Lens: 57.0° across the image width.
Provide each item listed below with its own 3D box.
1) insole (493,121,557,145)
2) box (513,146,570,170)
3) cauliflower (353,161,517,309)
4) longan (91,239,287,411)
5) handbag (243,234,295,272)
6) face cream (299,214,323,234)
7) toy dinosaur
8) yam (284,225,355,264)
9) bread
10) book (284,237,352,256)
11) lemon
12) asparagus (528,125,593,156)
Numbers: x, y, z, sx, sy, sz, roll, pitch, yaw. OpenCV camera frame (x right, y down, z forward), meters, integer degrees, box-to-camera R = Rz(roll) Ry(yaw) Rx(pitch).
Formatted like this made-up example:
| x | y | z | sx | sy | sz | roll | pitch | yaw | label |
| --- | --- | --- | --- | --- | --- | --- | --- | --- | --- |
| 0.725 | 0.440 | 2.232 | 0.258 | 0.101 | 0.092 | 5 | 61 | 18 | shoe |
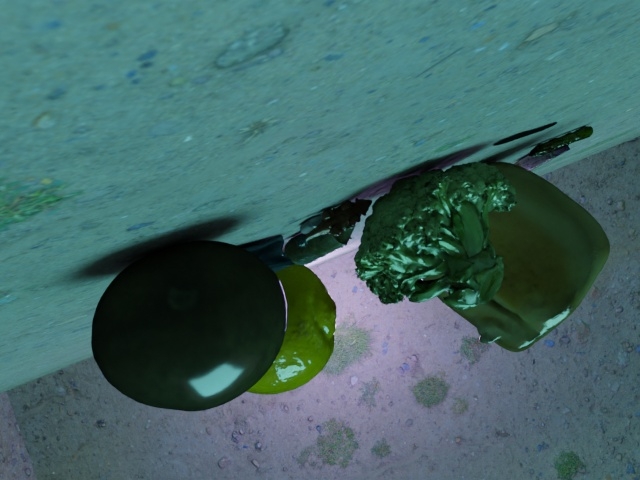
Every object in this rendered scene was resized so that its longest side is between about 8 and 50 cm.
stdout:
| x | y | z | sx | sy | sz | roll | pitch | yaw | label |
| --- | --- | --- | --- | --- | --- | --- | --- | --- | --- |
| 0.369 | -0.192 | 1.064 | 0.152 | 0.002 | 0.053 | -20 | 175 | -23 | insole |
| 0.558 | -0.212 | 1.505 | 0.049 | 0.041 | 0.207 | -21 | 176 | -7 | box |
| 0.204 | 0.006 | 1.008 | 0.272 | 0.250 | 0.275 | -20 | 155 | -48 | cauliflower |
| -0.163 | 0.104 | 0.747 | 0.248 | 0.249 | 0.248 | -22 | 176 | -2 | longan |
| -0.182 | 0.062 | 1.118 | 0.229 | 0.062 | 0.179 | -25 | 172 | 38 | handbag |
| -0.016 | -0.026 | 1.072 | 0.040 | 0.021 | 0.083 | -19 | 176 | -21 | face cream |
| 0.025 | -0.033 | 1.011 | 0.154 | 0.049 | 0.055 | -29 | -178 | -7 | toy dinosaur |
| 0.000 | 0.000 | 1.187 | 0.068 | 0.069 | 0.169 | -18 | 176 | -39 | yam |
| 0.411 | 0.014 | 1.322 | 0.253 | 0.376 | 0.348 | -25 | 149 | -60 | bread |
| -0.097 | 0.056 | 1.667 | 0.373 | 0.028 | 0.262 | -23 | 177 | 9 | book |
| -0.128 | 0.203 | 1.403 | 0.347 | 0.348 | 0.348 | -22 | 176 | -2 | lemon |
| 0.556 | -0.228 | 1.369 | 0.165 | 0.030 | 0.036 | -22 | -174 | -6 | asparagus |
